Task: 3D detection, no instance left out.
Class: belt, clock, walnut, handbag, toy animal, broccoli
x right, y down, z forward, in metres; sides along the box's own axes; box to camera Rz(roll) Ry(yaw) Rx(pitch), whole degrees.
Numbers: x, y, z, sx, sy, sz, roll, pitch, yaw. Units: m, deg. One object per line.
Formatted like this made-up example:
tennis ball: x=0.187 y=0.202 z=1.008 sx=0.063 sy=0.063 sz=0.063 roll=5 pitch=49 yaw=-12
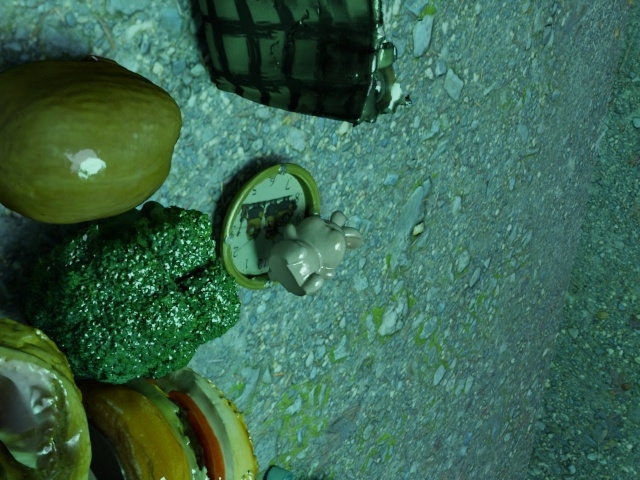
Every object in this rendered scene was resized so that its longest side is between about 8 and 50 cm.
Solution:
belt: x=-0.103 y=0.581 z=1.683 sx=0.100 sy=0.065 sz=0.179 roll=-38 pitch=136 yaw=-50
clock: x=-0.095 y=-0.029 z=1.351 sx=0.237 sy=0.057 sz=0.237 roll=-28 pitch=129 yaw=-40
walnut: x=-0.279 y=-0.116 z=0.932 sx=0.297 sy=0.203 sz=0.203 roll=-9 pitch=116 yaw=-55
handbag: x=-0.032 y=-0.331 z=1.029 sx=0.162 sy=0.327 sz=0.325 roll=-33 pitch=132 yaw=-33
toy animal: x=0.001 y=-0.001 z=1.349 sx=0.212 sy=0.124 sz=0.124 roll=-44 pitch=139 yaw=-36
broccoli: x=-0.255 y=0.066 z=1.024 sx=0.265 sy=0.294 sz=0.245 roll=51 pitch=36 yaw=-41

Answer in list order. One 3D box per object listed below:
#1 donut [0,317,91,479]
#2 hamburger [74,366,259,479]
donut: x=-0.421 y=0.239 z=0.911 sx=0.329 sy=0.160 sz=0.330 roll=-5 pitch=114 yaw=-11
hamburger: x=-0.258 y=0.350 z=1.121 sx=0.250 sy=0.329 sz=0.330 roll=-3 pitch=111 yaw=-55
